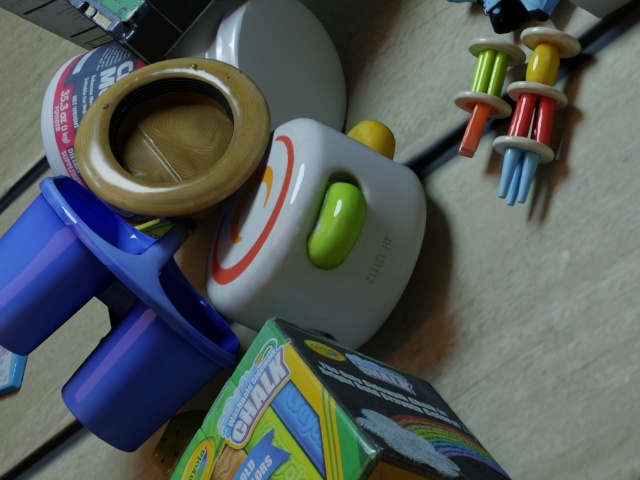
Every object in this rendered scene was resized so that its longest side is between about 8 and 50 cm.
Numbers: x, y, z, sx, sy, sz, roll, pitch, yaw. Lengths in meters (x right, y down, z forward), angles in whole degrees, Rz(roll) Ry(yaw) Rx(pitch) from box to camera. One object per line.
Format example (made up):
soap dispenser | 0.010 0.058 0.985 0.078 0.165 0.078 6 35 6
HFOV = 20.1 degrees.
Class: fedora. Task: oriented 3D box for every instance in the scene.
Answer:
fedora | -0.129 -0.080 1.648 0.194 0.079 0.194 -7 50 8

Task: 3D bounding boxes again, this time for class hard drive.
hard drive | -0.110 -0.338 1.783 0.339 0.064 0.237 -49 31 -2

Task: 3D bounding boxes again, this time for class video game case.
video game case | -0.407 0.142 2.241 0.166 0.015 0.119 -21 52 48

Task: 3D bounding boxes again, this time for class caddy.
caddy | -0.188 0.050 1.683 0.179 0.241 0.341 -45 4 1

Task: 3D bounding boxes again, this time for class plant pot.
plant pot | -0.108 0.204 1.688 0.081 0.083 0.081 -61 32 5

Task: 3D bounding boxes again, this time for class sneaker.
sneaker | 0.155 -0.222 1.613 0.162 0.063 0.073 9 80 58

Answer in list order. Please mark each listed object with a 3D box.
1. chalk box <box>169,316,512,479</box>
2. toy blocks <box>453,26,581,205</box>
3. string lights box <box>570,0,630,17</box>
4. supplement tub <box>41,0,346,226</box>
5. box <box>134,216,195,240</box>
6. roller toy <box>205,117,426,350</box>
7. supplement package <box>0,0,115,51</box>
chalk box | 0.009 0.193 1.434 0.179 0.180 0.289 -59 31 10
toy blocks | 0.155 -0.100 1.534 0.123 0.054 0.148 -4 66 54
string lights box | 0.257 -0.334 1.522 0.133 0.077 0.259 -28 47 44
supplement tub | -0.130 -0.131 1.824 0.272 0.191 0.191 -17 55 37
box | -0.199 -0.043 2.034 0.179 0.043 0.105 -21 52 51
roller toy | 0.000 0.000 1.609 0.191 0.146 0.209 -53 24 28
supplement package | -0.221 -0.317 2.013 0.175 0.293 0.177 -13 59 53
